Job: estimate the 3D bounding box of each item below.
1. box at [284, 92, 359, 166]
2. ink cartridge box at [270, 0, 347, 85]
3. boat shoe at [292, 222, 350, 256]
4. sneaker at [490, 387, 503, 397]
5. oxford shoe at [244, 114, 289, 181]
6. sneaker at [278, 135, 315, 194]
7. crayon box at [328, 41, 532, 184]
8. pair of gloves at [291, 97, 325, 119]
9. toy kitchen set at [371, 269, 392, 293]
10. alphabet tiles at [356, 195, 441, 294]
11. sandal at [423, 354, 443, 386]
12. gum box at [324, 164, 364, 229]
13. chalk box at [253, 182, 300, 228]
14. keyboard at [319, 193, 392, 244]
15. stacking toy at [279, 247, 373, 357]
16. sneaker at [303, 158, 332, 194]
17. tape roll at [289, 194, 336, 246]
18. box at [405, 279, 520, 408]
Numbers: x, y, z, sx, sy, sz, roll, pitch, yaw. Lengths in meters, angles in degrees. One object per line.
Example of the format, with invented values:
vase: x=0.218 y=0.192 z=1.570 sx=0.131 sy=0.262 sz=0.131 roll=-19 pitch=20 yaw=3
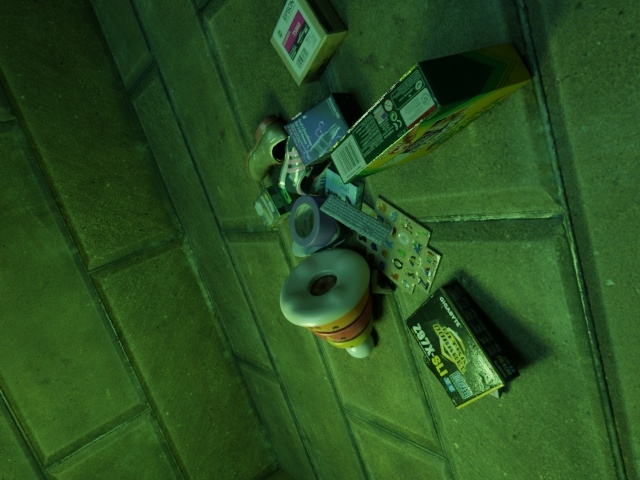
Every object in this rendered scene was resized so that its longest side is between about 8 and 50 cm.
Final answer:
box: x=0.016 y=-0.351 z=1.460 sx=0.207 sy=0.108 sz=0.153 roll=-27 pitch=90 yaw=34
ink cartridge box: x=-0.044 y=-0.635 z=1.429 sx=0.193 sy=0.088 sz=0.235 roll=58 pitch=148 yaw=7
boat shoe: x=0.000 y=-0.004 z=1.803 sx=0.306 sy=0.105 sz=0.113 roll=-30 pitch=58 yaw=49
sneaker: x=0.519 y=0.421 z=1.413 sx=0.070 sy=0.051 sz=0.134 roll=15 pitch=129 yaw=44
oxford shoe: x=-0.214 y=-0.337 z=1.859 sx=0.130 sy=0.123 sz=0.348 roll=48 pitch=146 yaw=14
sneaker: x=-0.061 y=-0.308 z=1.702 sx=0.131 sy=0.112 sz=0.318 roll=25 pitch=134 yaw=10
crayon box: x=0.238 y=-0.282 z=1.063 sx=0.363 sy=0.313 sz=0.106 roll=-34 pitch=81 yaw=58
pair of gloves: x=-0.013 y=-0.376 z=1.553 sx=0.198 sy=0.023 sz=0.159 roll=-21 pitch=102 yaw=28
toy kitchen set: x=0.225 y=0.151 z=1.669 sx=0.068 sy=0.075 sz=0.083 roll=38 pitch=-125 yaw=-76
alphabet tiles: x=0.252 y=0.021 z=1.549 sx=0.343 sy=0.011 sz=0.285 roll=39 pitch=141 yaw=33
sandal: x=0.417 y=0.450 z=1.603 sx=0.179 sy=0.040 sz=0.067 roll=55 pitch=156 yaw=-14
gum box: x=0.080 y=-0.153 z=1.640 sx=0.157 sy=0.041 sz=0.184 roll=38 pitch=140 yaw=35
chalk box: x=-0.166 y=-0.158 z=1.908 sx=0.132 sy=0.132 sz=0.213 roll=62 pitch=147 yaw=4
keyboard: x=0.118 y=-0.073 z=1.553 sx=0.256 sy=0.072 sz=0.014 roll=32 pitch=159 yaw=23
stacking toy: x=0.097 y=0.296 z=1.759 sx=0.351 sy=0.350 sz=0.479 roll=19 pitch=150 yaw=48
sneaker: x=0.004 y=-0.232 z=1.686 sx=0.161 sy=0.075 sz=0.057 roll=-55 pitch=49 yaw=25
tape roll: x=-0.030 y=-0.070 z=1.683 sx=0.189 sy=0.080 sz=0.188 roll=-3 pitch=86 yaw=52
box: x=0.419 y=0.324 z=1.415 sx=0.321 sy=0.080 sz=0.257 roll=61 pitch=151 yaw=24
